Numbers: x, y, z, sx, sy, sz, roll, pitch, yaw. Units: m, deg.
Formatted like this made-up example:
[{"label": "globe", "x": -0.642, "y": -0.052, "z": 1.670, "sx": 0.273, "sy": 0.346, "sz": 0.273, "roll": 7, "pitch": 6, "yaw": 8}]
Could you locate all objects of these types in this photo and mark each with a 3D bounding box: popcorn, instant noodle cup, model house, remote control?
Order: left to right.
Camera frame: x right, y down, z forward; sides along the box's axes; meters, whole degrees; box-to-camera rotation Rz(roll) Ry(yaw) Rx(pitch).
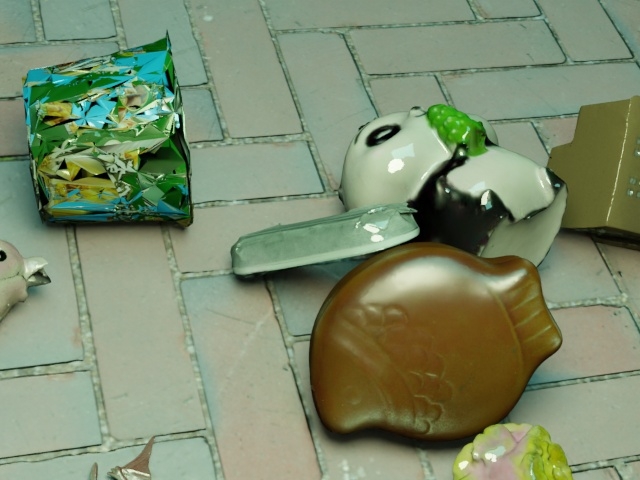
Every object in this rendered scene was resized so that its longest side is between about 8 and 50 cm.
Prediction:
[{"label": "instant noodle cup", "x": -0.254, "y": -0.120, "z": 1.460, "sx": 0.178, "sy": 0.240, "sz": 0.240, "roll": -7, "pitch": 50, "yaw": -9}, {"label": "remote control", "x": 0.000, "y": 0.000, "z": 1.408, "sx": 0.247, "sy": 0.052, "sz": 0.104, "roll": -11, "pitch": 7, "yaw": 35}, {"label": "popcorn", "x": 0.205, "y": 0.261, "z": 1.262, "sx": 0.145, "sy": 0.126, "sz": 0.126, "roll": 36, "pitch": 58, "yaw": 28}, {"label": "model house", "x": 0.438, "y": -0.074, "z": 1.602, "sx": 0.248, "sy": 0.176, "sz": 0.181, "roll": 13, "pitch": 88, "yaw": -24}]

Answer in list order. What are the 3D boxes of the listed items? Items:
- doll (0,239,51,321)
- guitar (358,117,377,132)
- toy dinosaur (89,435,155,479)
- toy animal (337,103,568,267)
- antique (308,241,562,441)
[{"label": "doll", "x": -0.406, "y": 0.032, "z": 1.370, "sx": 0.192, "sy": 0.095, "sz": 0.149, "roll": 40, "pitch": 59, "yaw": 21}, {"label": "guitar", "x": 0.169, "y": -0.101, "z": 1.638, "sx": 0.271, "sy": 0.038, "sz": 0.084, "roll": 29, "pitch": 48, "yaw": 15}, {"label": "toy dinosaur", "x": -0.196, "y": 0.280, "z": 1.228, "sx": 0.108, "sy": 0.032, "sz": 0.220, "roll": 14, "pitch": 38, "yaw": 7}, {"label": "toy animal", "x": 0.153, "y": -0.060, "z": 1.478, "sx": 0.212, "sy": 0.212, "sz": 0.267, "roll": -29, "pitch": 59, "yaw": -31}, {"label": "antique", "x": 0.116, "y": 0.112, "z": 1.328, "sx": 0.278, "sy": 0.129, "sz": 0.223, "roll": -28, "pitch": 98, "yaw": 3}]
